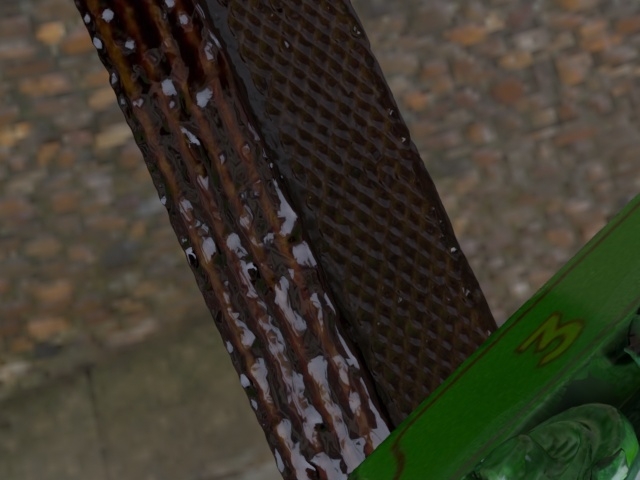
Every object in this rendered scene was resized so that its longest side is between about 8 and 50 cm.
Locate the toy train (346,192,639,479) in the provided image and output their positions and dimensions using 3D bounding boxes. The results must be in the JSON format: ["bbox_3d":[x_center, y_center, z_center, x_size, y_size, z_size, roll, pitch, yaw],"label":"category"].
[{"bbox_3d":[0.116,0.079,0.700,0.243,0.132,0.188,-44,-166,-10],"label":"toy train"}]

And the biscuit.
[{"bbox_3d":[0.000,0.000,0.885,0.073,0.388,0.107,-26,175,37],"label":"biscuit"}]
